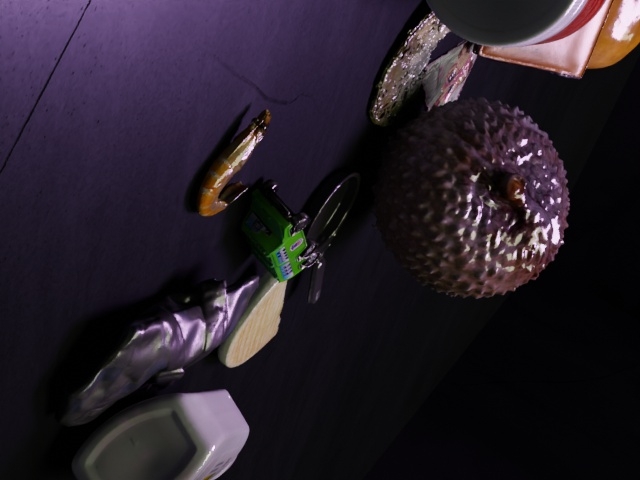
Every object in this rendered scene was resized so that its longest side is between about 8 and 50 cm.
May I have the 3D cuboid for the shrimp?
[{"bbox_3d":[-0.085,-0.077,1.223,0.127,0.025,0.091,-55,165,3],"label":"shrimp"}]

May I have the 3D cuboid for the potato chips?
[{"bbox_3d":[0.136,-0.246,1.586,0.220,0.029,0.202,-59,162,12],"label":"potato chips"}]

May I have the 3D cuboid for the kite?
[{"bbox_3d":[0.188,-0.222,1.829,0.267,0.013,0.323,-55,164,-13],"label":"kite"}]

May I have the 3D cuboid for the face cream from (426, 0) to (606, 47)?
[{"bbox_3d":[0.234,-0.328,1.401,0.201,0.201,0.187,-64,164,21],"label":"face cream"}]

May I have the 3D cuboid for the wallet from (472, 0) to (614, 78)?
[{"bbox_3d":[0.337,-0.332,1.798,0.042,0.195,0.161,-114,-143,-51],"label":"wallet"}]

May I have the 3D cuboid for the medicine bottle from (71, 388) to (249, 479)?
[{"bbox_3d":[-0.167,0.235,1.359,0.161,0.111,0.296,-32,173,1],"label":"medicine bottle"}]

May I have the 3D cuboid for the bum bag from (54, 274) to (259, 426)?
[{"bbox_3d":[-0.161,0.108,1.262,0.137,0.074,0.310,-54,168,27],"label":"bum bag"}]

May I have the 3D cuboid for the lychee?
[{"bbox_3d":[0.207,-0.064,1.704,0.300,0.300,0.300,-52,164,-22],"label":"lychee"}]

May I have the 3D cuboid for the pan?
[{"bbox_3d":[0.000,0.000,1.636,0.136,0.028,0.235,-43,156,-42],"label":"pan"}]

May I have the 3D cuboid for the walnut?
[{"bbox_3d":[0.452,-0.431,1.890,0.209,0.209,0.336,-37,153,-54],"label":"walnut"}]

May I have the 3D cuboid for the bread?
[{"bbox_3d":[-0.096,0.109,1.540,0.112,0.036,0.193,-45,164,-25],"label":"bread"}]

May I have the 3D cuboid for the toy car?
[{"bbox_3d":[-0.050,-0.008,1.392,0.062,0.071,0.165,-41,162,-10],"label":"toy car"}]
